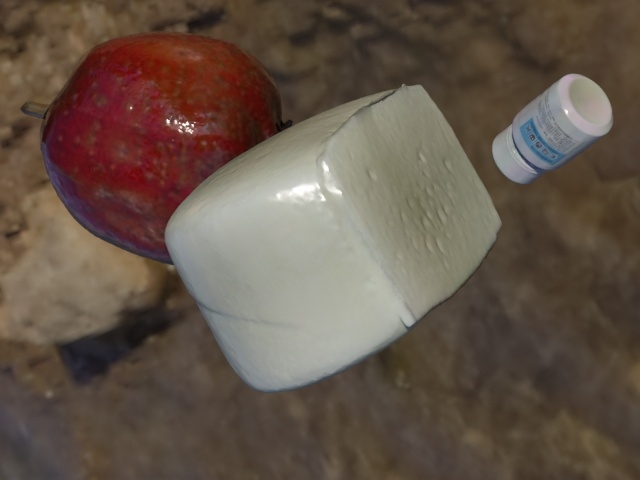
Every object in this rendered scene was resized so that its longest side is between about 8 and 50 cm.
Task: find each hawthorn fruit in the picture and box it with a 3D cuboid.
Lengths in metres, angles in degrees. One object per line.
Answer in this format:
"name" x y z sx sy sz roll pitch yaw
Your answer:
"hawthorn fruit" -0.151 -0.091 1.498 0.249 0.215 0.215 20 129 15

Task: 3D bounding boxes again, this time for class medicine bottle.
"medicine bottle" 0.168 -0.080 1.225 0.089 0.052 0.052 -39 76 48

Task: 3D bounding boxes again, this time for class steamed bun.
"steamed bun" 0.000 0.000 1.080 0.164 0.241 0.146 -25 97 27
